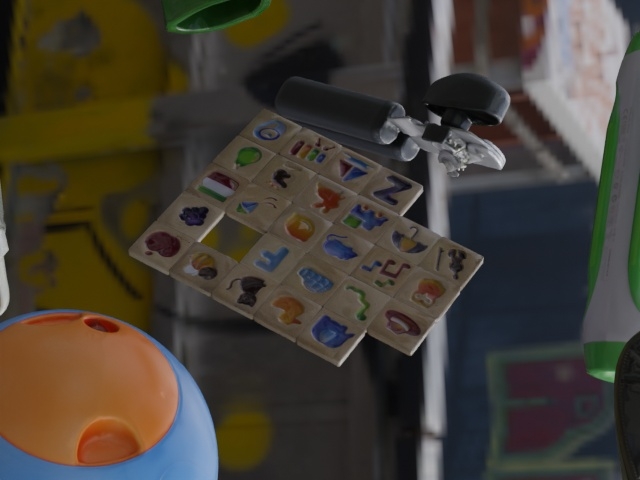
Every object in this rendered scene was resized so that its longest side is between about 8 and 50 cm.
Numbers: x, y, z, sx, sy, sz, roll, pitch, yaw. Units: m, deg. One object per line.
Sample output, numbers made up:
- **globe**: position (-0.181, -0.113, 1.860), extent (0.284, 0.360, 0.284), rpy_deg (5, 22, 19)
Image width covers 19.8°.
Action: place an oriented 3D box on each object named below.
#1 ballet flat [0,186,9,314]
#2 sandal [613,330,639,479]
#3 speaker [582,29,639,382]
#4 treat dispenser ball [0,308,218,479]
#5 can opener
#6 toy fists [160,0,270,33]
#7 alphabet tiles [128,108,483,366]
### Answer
- **ballet flat**: position (-0.239, 0.048, 1.188), extent (0.213, 0.068, 0.072), rpy_deg (-62, 179, 11)
- **sandal**: position (0.258, 0.208, 1.282), extent (0.086, 0.120, 0.302), rpy_deg (96, -3, -82)
- **speaker**: position (0.297, -0.026, 1.544), extent (0.131, 0.131, 0.296), rpy_deg (29, 68, -63)
- **treat dispenser ball**: position (-0.239, 0.207, 1.697), extent (0.288, 0.288, 0.288), rpy_deg (-5, 90, -67)
- **can opener**: position (0.076, -0.123, 1.815), extent (0.074, 0.280, 0.093), rpy_deg (39, 71, -45)
- **toy fists**: position (-0.040, -0.277, 1.525), extent (0.096, 0.279, 0.142), rpy_deg (-2, 79, -45)
- **alphabet tiles**: position (0.000, 0.000, 1.461), extent (0.198, 0.237, 0.009), rpy_deg (-49, 158, -36)
